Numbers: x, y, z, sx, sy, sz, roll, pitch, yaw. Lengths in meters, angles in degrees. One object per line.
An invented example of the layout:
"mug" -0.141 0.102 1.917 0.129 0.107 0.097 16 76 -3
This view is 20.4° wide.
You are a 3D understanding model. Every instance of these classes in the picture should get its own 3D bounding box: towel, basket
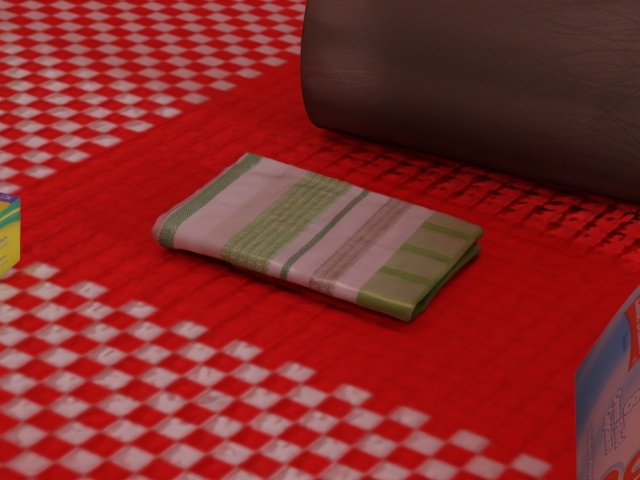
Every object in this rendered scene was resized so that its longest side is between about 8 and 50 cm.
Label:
"towel" 0.000 0.000 0.961 0.152 0.023 0.113 19 31 20
"basket" 0.114 -0.116 1.076 0.227 0.154 0.204 10 31 16

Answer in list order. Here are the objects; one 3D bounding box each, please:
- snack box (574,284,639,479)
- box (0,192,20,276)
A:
"snack box" 0.222 0.145 0.524 0.322 0.060 0.187 30 25 -8
"box" -0.231 0.017 0.848 0.105 0.043 0.179 13 29 15
